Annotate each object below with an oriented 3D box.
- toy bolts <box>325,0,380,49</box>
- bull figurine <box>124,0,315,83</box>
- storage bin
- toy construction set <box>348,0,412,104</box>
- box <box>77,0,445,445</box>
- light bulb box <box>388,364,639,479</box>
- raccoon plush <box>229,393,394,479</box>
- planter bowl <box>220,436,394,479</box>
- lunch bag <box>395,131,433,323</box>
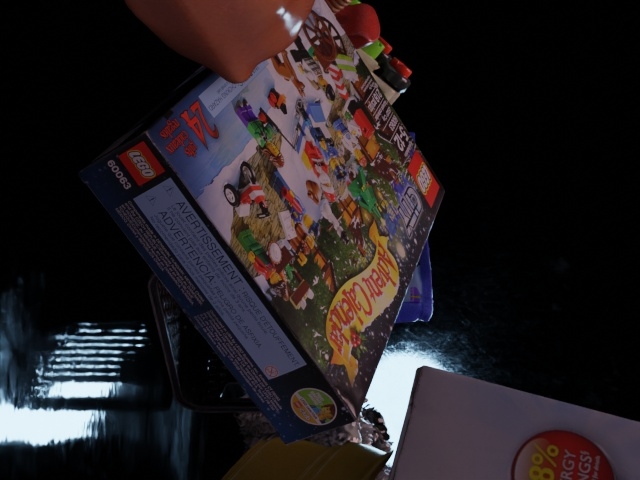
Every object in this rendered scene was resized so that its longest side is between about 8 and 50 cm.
[{"bbox_3d":[-0.063,-0.165,0.812,0.218,0.158,0.228,47,31,-21],"label":"toy bolts"},{"bbox_3d":[-0.050,-0.156,0.293,0.310,0.101,0.188,90,-2,-83],"label":"bull figurine"},{"bbox_3d":[-0.043,0.039,0.626,0.180,0.122,0.084,91,-1,-53],"label":"storage bin"},{"bbox_3d":[-0.011,-0.240,1.127,0.151,0.215,0.327,-41,-152,29],"label":"toy construction set"},{"bbox_3d":[-0.010,-0.030,0.491,0.159,0.044,0.233,55,31,-16],"label":"box"},{"bbox_3d":[0.191,0.320,0.621,0.225,0.361,0.357,87,18,-60],"label":"light bulb box"},{"bbox_3d":[-0.019,0.361,1.190,0.299,0.216,0.446,35,56,-81],"label":"raccoon plush"},{"bbox_3d":[-0.042,0.224,0.732,0.217,0.090,0.217,-48,166,-15],"label":"planter bowl"},{"bbox_3d":[0.005,0.000,1.038,0.293,0.221,0.138,-90,-179,-55],"label":"lunch bag"}]
